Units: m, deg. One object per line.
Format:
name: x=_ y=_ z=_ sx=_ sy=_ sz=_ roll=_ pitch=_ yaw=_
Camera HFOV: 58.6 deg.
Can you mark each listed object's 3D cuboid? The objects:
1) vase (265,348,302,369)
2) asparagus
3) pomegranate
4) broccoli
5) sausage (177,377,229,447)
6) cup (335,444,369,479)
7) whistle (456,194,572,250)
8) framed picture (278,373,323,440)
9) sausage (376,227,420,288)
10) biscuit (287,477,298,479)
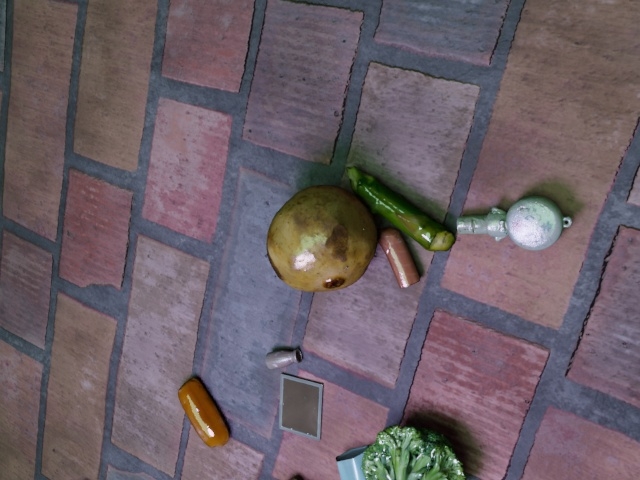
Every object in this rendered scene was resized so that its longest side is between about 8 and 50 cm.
vase: x=-0.106 y=0.347 z=1.674 sx=0.100 sy=0.053 sz=0.053 roll=-15 pitch=93 yaw=24
asparagus: x=0.185 y=-0.082 z=1.435 sx=0.343 sy=0.085 sz=0.082 roll=38 pitch=138 yaw=13
pomegranate: x=0.000 y=0.000 z=1.429 sx=0.281 sy=0.281 sz=0.281 roll=5 pitch=102 yaw=26
broccoli: x=0.234 y=0.598 z=1.449 sx=0.269 sy=0.241 sz=0.261 roll=-1 pitch=113 yaw=32
sausage: x=-0.377 y=0.558 z=1.827 sx=0.098 sy=0.098 sz=0.238 roll=-38 pitch=81 yaw=27
cup: x=0.125 y=0.704 z=1.584 sx=0.148 sy=0.134 sz=0.236 roll=-21 pitch=81 yaw=-5
whistle: x=0.446 y=-0.040 z=1.322 sx=0.258 sy=0.067 sz=0.126 roll=-2 pitch=104 yaw=31
framed picture: x=-0.059 y=0.496 z=1.701 sx=0.142 sy=0.011 sz=0.183 roll=8 pitch=103 yaw=25
sausage: x=0.197 y=0.037 z=1.462 sx=0.065 sy=0.065 sz=0.169 roll=-25 pitch=87 yaw=28
biscuit: x=-0.036 y=0.809 z=1.690 sx=0.208 sy=0.049 sz=0.181 roll=15 pitch=117 yaw=50
